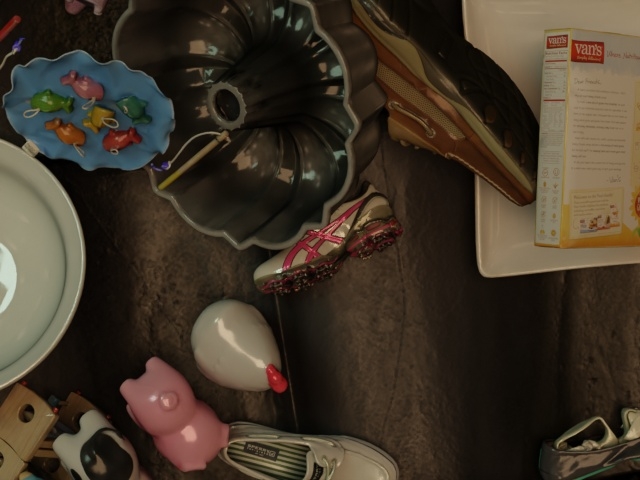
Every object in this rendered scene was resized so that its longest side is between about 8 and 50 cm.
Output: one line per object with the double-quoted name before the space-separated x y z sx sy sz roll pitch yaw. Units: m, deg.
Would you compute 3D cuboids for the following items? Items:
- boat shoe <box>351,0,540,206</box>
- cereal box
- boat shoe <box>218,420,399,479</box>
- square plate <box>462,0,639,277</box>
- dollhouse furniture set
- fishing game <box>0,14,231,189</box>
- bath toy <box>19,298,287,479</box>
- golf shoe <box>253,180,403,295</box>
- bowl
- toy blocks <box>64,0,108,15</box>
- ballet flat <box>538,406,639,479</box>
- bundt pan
"boat shoe" 0.127 -0.163 1.369 0.324 0.123 0.120 46 128 -12
"cereal box" 0.317 -0.112 1.367 0.173 0.047 0.240 0 95 -38
"boat shoe" -0.015 0.273 1.447 0.226 0.076 0.083 10 95 -6
"square plate" 0.343 -0.141 1.454 0.343 0.049 0.347 -4 96 -5
"dollhouse furniture set" -0.367 0.203 1.406 0.183 0.129 0.129 34 91 23
"fishing game" -0.244 -0.124 1.263 0.264 0.189 0.041 30 49 -31
"bath toy" -0.171 0.220 1.375 0.129 0.151 0.348 38 72 26
"golf shoe" 0.000 0.000 1.437 0.186 0.067 0.086 -27 70 -2
"bowl" -0.406 0.037 1.347 0.297 0.134 0.298 1 78 -7
"toy blocks" -0.368 -0.253 1.268 0.308 0.288 0.260 23 89 -9
"ballet flat" 0.362 0.243 1.482 0.203 0.074 0.074 -15 96 -1
"bundt pan" -0.066 -0.161 1.319 0.330 0.124 0.331 15 119 30
